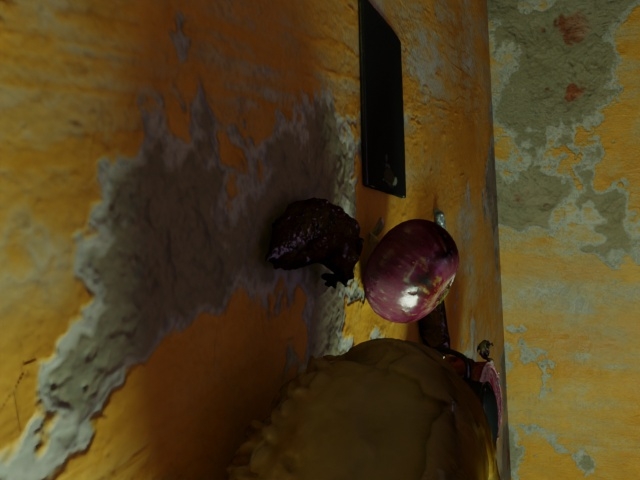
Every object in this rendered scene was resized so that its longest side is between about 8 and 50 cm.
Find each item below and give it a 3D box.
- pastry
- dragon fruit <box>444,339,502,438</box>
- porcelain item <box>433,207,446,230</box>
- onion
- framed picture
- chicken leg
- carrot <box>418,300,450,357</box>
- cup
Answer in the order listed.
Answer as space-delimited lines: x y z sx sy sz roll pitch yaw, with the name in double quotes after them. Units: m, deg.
0.044 0.297 0.571 0.409 0.244 0.410 0 90 -69 "pastry"
0.355 0.388 1.434 0.211 0.147 0.282 32 55 -51 "dragon fruit"
0.296 -0.040 1.447 0.036 0.028 0.083 -75 155 -70 "porcelain item"
0.143 0.049 0.947 0.177 0.153 0.177 10 90 -79 "onion"
0.119 -0.249 1.077 0.244 0.013 0.324 3 86 -66 "framed picture"
0.000 0.000 0.727 0.234 0.063 0.105 25 61 -62 "chicken leg"
0.243 0.151 1.266 0.069 0.068 0.229 -47 130 -58 "carrot"
0.254 0.319 1.141 0.169 0.176 0.223 40 53 -56 "cup"
